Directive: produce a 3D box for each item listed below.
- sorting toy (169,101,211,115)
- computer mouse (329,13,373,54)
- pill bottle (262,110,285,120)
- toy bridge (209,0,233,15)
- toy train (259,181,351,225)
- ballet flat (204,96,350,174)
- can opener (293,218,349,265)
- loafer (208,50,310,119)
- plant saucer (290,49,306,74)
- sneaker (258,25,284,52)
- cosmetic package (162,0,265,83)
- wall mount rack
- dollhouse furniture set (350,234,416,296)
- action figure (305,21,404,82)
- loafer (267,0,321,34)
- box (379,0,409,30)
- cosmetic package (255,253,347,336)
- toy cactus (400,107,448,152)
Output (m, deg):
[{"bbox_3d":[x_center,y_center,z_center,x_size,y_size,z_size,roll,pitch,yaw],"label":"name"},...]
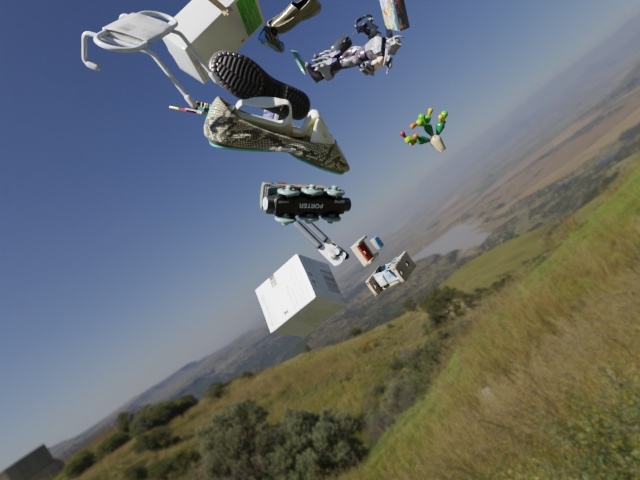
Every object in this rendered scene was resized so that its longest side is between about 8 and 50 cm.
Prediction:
[{"bbox_3d":[-0.458,-0.524,1.824,0.274,0.132,0.046,-3,-71,-45],"label":"sorting toy"},{"bbox_3d":[0.131,-0.874,1.948,0.242,0.071,0.041,-46,-1,7],"label":"computer mouse"},{"bbox_3d":[-0.188,-0.446,1.792,0.094,0.094,0.170,110,173,-84],"label":"pill bottle"},{"bbox_3d":[-0.349,-0.766,1.399,0.026,0.188,0.063,-39,10,29],"label":"toy bridge"},{"bbox_3d":[-0.060,-0.144,1.631,0.333,0.142,0.190,-3,21,-26],"label":"toy train"},{"bbox_3d":[-0.102,-0.330,1.390,0.164,0.482,0.182,-113,38,-55],"label":"ballet flat"},{"bbox_3d":[0.000,0.000,1.963,0.074,0.280,0.093,-49,-8,10],"label":"can opener"},{"bbox_3d":[-0.217,-0.514,1.574,0.134,0.365,0.130,-64,21,-2],"label":"loafer"},{"bbox_3d":[-0.091,-0.794,2.021,0.021,0.119,0.119,-32,-3,5],"label":"plant saucer"},{"bbox_3d":[-0.182,-0.791,1.793,0.078,0.067,0.188,-65,-12,15],"label":"sneaker"},{"bbox_3d":[-0.403,-0.810,1.733,0.366,0.155,0.197,-51,-19,-9],"label":"cosmetic package"},{"bbox_3d":[-0.440,-0.499,1.231,0.350,0.303,0.131,-78,7,-52],"label":"wall mount rack"},{"bbox_3d":[0.202,0.066,1.539,0.129,0.184,0.129,-34,3,36],"label":"dollhouse furniture set"},{"bbox_3d":[0.106,-0.537,1.321,0.284,0.099,0.186,-8,49,28],"label":"action figure"},{"bbox_3d":[-0.121,-0.960,1.920,0.251,0.094,0.087,-27,-34,5],"label":"loafer"},{"bbox_3d":[0.274,-0.947,1.778,0.044,0.233,0.159,-23,31,-2],"label":"box"},{"bbox_3d":[-0.057,0.163,1.311,0.183,0.151,0.151,-41,-36,22],"label":"cosmetic package"},{"bbox_3d":[0.458,-0.448,1.922,0.219,0.181,0.112,-35,2,-14],"label":"toy cactus"}]
